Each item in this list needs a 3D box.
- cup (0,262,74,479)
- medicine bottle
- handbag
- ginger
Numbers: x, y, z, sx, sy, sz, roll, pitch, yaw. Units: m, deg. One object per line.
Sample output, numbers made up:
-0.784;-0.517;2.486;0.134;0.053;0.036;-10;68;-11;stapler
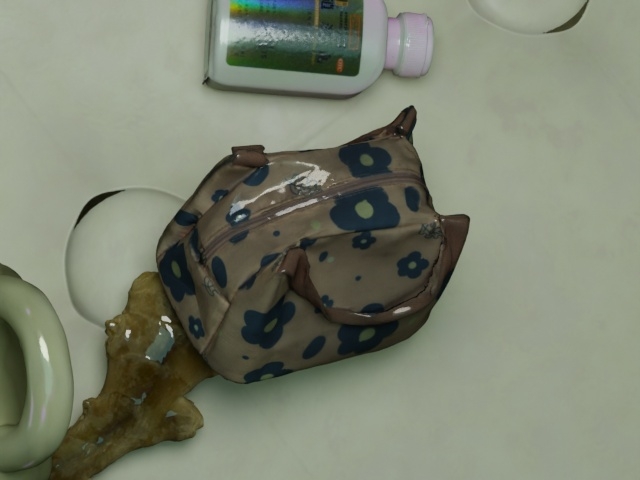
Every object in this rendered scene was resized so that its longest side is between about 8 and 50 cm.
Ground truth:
-0.320;0.121;1.378;0.173;0.255;0.202;-6;82;-20;cup
-0.002;-0.197;1.547;0.219;0.078;0.115;4;85;-10;medicine bottle
0.000;0.000;1.439;0.251;0.193;0.190;-14;63;-27;handbag
-0.162;0.130;1.506;0.334;0.081;0.148;-46;116;-7;ginger
